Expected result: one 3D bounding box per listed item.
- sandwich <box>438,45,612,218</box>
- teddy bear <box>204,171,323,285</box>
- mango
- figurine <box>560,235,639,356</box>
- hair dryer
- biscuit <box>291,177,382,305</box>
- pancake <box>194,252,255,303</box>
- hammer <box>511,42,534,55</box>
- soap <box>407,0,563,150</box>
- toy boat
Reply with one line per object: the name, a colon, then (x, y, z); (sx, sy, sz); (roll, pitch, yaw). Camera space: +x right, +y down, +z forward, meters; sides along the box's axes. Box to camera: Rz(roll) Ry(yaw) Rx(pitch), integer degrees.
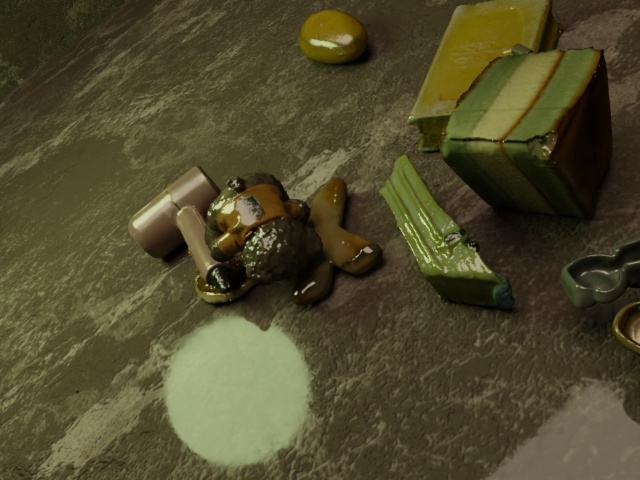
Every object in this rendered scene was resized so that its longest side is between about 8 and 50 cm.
sandwich: (0.271, -0.105, 0.701); (0.155, 0.198, 0.227); (10, 45, 39)
teddy bear: (-0.089, -0.018, 0.845); (0.177, 0.140, 0.190); (-32, 61, -18)
mango: (0.032, -0.462, 1.248); (0.137, 0.098, 0.195); (-39, 50, -7)
figurine: (0.412, 0.063, 0.493); (0.285, 0.167, 0.342); (-47, 23, -23)
hair dryer: (-0.236, 0.003, 0.989); (0.189, 0.107, 0.344); (-39, 39, -2)
biscuit: (0.001, 0.000, 0.896); (0.164, 0.047, 0.208); (-30, 43, 5)
pancake: (-0.162, 0.046, 0.974); (0.158, 0.028, 0.158); (-18, 43, 18)
hammer: (0.279, -0.265, 0.848); (0.110, 0.019, 0.035); (-37, 43, 6)
soap: (0.290, -0.296, 0.941); (0.199, 0.091, 0.315); (6, 57, 34)
toy boat: (0.158, -0.006, 0.754); (0.084, 0.111, 0.276); (-34, 46, 9)
